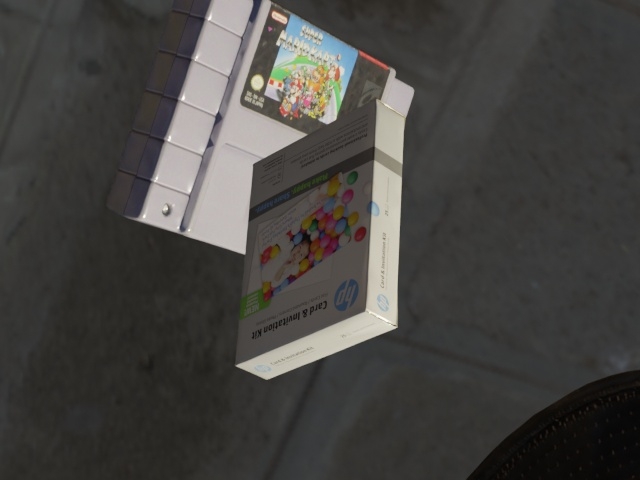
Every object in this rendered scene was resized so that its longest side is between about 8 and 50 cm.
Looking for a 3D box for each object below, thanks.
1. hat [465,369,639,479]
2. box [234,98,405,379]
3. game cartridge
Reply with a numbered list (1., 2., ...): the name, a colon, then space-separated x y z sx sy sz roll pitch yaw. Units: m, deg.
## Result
1. hat: 0.175 0.223 0.705 0.331 0.134 0.331 0 91 14
2. box: 0.000 0.000 1.241 0.038 0.186 0.145 27 144 -36
3. game cartridge: -0.041 -0.095 1.528 0.355 0.068 0.230 19 93 -56
